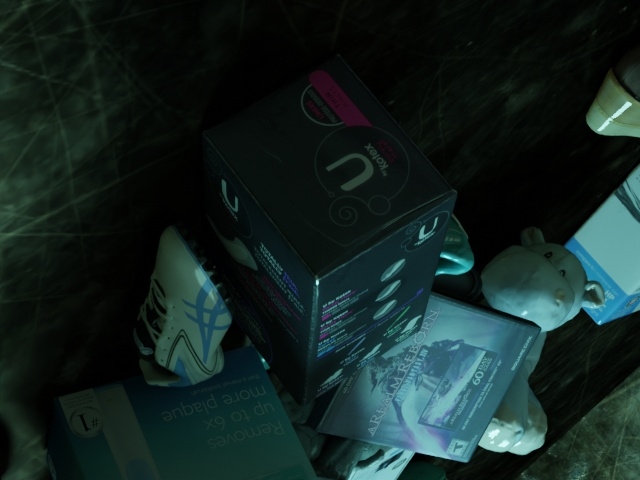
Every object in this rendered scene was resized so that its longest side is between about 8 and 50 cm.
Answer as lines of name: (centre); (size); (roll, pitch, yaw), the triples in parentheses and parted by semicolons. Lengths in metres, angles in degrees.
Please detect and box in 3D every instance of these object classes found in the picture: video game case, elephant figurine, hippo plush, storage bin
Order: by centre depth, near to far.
video game case: (0.127, 0.156, 1.610); (0.274, 0.026, 0.196); (18, 103, -43)
storage bin: (0.113, 0.064, 1.626); (0.135, 0.098, 0.091); (-43, 149, 11)
elephant figurine: (0.002, 0.232, 1.735); (0.239, 0.186, 0.169); (109, 3, -72)
hippo plush: (0.271, 0.128, 1.812); (0.236, 0.234, 0.294); (-46, 158, 21)

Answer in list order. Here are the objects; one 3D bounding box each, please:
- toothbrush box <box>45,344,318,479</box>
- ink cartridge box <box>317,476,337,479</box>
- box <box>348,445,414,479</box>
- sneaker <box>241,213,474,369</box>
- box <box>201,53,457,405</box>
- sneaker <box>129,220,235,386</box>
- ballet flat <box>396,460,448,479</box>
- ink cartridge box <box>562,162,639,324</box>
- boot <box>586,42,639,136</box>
toothbrush box: (-0.114, 0.274, 1.317); (0.216, 0.295, 0.126); (-13, 148, -24)
ink cartridge box: (-0.166, 0.418, 1.577); (0.285, 0.166, 0.395); (18, 133, -42)
box: (0.046, 0.350, 2.103); (0.169, 0.087, 0.290); (-24, 155, -35)
sneaker: (0.039, 0.053, 1.439); (0.275, 0.110, 0.107); (-33, 158, -12)
box: (0.000, 0.000, 1.182); (0.143, 0.165, 0.270); (-32, 159, -18)
sneaker: (-0.129, 0.068, 1.230); (0.086, 0.085, 0.237); (-24, 153, -18)
ballet flat: (0.106, 0.504, 2.433); (0.139, 0.139, 0.400); (-50, 159, 28)
ink cartridge box: (0.516, -0.034, 2.037); (0.223, 0.129, 0.307); (-10, 145, -52)
boot: (0.438, -0.207, 1.597); (0.248, 0.090, 0.207); (-11, 148, -45)
